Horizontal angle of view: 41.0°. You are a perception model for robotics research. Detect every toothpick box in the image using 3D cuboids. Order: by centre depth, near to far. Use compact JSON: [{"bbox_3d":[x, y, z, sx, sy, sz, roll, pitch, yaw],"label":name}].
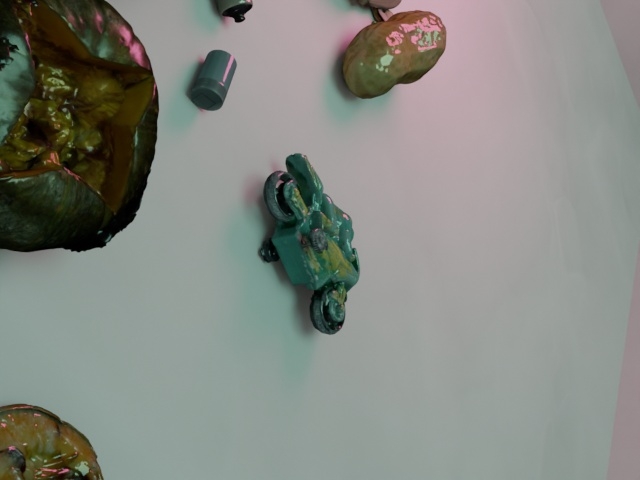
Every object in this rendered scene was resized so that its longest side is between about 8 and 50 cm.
[{"bbox_3d":[-0.163,-0.246,1.315,0.052,0.052,0.083,46,46,-39],"label":"toothpick box"}]

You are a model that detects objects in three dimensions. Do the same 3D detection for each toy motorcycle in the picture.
[{"bbox_3d":[-0.001,-0.002,1.444,0.198,0.109,0.296,-53,126,-49],"label":"toy motorcycle"}]

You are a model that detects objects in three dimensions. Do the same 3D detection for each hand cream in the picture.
[{"bbox_3d":[-0.156,-0.442,1.379,0.087,0.054,0.186,-16,89,-49],"label":"hand cream"}]

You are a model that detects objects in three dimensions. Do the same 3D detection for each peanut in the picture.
[{"bbox_3d":[0.147,-0.376,1.721,0.313,0.149,0.149,-36,112,-50],"label":"peanut"}]

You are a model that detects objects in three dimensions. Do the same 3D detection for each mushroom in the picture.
[{"bbox_3d":[0.142,-0.473,1.832,0.101,0.019,0.049,25,60,-50],"label":"mushroom"}]

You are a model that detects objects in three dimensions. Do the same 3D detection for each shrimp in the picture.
[{"bbox_3d":[-0.307,0.321,0.975,0.178,0.075,0.289,-24,89,-57],"label":"shrimp"}]

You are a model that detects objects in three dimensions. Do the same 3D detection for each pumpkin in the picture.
[{"bbox_3d":[-0.318,-0.139,0.933,0.320,0.192,0.320,-11,103,-55],"label":"pumpkin"}]

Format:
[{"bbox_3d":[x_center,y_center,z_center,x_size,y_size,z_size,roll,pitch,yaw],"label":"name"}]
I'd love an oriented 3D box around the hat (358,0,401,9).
[{"bbox_3d":[0.137,-0.598,1.748,0.245,0.149,0.214,-16,90,-45],"label":"hat"}]
